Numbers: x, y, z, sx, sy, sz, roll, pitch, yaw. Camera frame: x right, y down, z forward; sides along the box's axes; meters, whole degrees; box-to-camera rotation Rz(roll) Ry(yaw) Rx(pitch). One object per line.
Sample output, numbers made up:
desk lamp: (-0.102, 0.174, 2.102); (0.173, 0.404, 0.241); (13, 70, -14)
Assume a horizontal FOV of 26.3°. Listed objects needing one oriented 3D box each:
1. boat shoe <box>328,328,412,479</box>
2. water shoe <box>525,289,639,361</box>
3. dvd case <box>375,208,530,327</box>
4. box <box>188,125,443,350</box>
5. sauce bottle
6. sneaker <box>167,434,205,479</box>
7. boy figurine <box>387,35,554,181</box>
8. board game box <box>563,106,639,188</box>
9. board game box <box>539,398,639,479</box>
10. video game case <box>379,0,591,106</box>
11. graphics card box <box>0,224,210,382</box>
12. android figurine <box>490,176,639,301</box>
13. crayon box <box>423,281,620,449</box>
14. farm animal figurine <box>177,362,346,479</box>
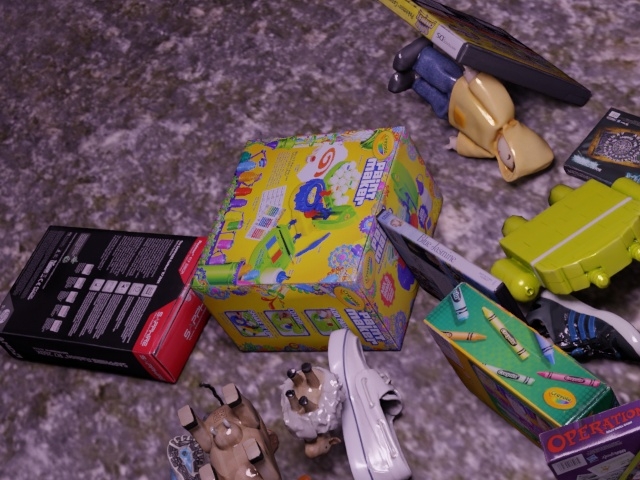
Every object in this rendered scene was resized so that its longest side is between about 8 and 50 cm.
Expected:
boat shoe: (0.072, 0.228, 1.885); (0.084, 0.095, 0.258); (-19, 55, 10)
water shoe: (0.352, 0.132, 1.812); (0.080, 0.073, 0.203); (-48, 35, -10)
dvd case: (0.192, 0.062, 1.882); (0.022, 0.180, 0.253); (-46, 44, -10)
box: (0.000, 0.000, 2.059); (0.279, 0.177, 0.290); (-3, 51, 30)
sauce bottle: (-0.118, 0.276, 1.980); (0.128, 0.042, 0.042); (17, 63, 38)
sneaker: (-0.176, 0.359, 1.935); (0.063, 0.073, 0.162); (-8, 60, -12)
boy figurine: (0.233, -0.188, 2.107); (0.092, 0.177, 0.285); (-32, 65, -30)
board game box: (0.462, -0.119, 1.996); (0.126, 0.026, 0.186); (-48, 45, -14)
board game box: (0.444, 0.231, 1.560); (0.346, 0.208, 0.056); (-21, 41, 12)
video game case: (0.252, -0.305, 2.130); (0.248, 0.275, 0.035); (47, 116, 47)
graphics card box: (-0.346, 0.097, 2.243); (0.371, 0.094, 0.233); (4, 55, 33)
android figurine: (0.353, -0.003, 1.877); (0.248, 0.056, 0.273); (-34, 22, -6)
crayon box: (0.268, 0.185, 1.738); (0.081, 0.165, 0.278); (-43, 44, -9)
farm animal figurine: (-0.109, 0.346, 1.808); (0.330, 0.172, 0.327); (-15, 52, 14)
